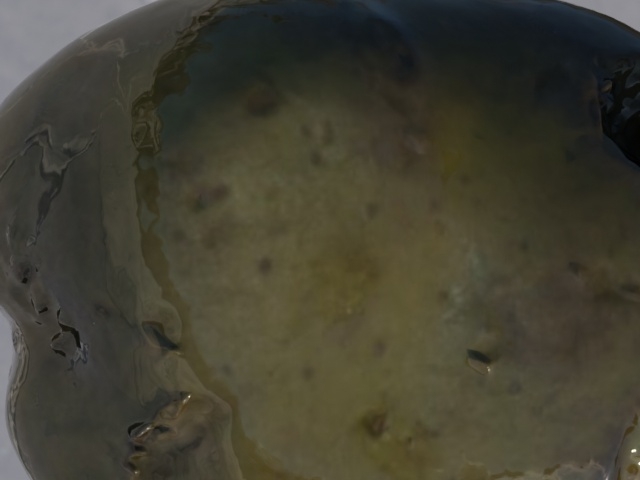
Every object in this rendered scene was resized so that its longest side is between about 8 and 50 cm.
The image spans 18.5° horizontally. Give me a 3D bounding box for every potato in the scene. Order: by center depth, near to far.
[{"bbox_3d":[0.042,0.021,0.587,0.141,0.296,0.192,-159,-106,-80],"label":"potato"}]
